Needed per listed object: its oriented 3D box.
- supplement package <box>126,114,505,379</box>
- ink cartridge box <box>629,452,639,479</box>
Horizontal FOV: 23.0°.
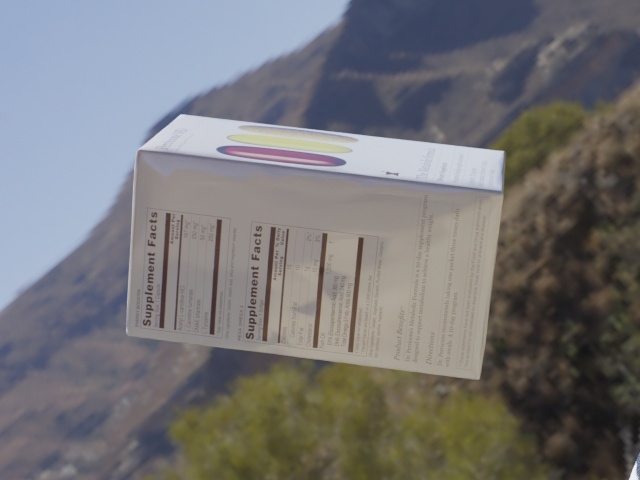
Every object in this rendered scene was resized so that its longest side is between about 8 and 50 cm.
[{"bbox_3d":[0.000,0.000,1.097,0.139,0.244,0.133,-66,-18,-74],"label":"supplement package"},{"bbox_3d":[0.344,0.246,1.013,0.197,0.273,0.114,11,77,66],"label":"ink cartridge box"}]
